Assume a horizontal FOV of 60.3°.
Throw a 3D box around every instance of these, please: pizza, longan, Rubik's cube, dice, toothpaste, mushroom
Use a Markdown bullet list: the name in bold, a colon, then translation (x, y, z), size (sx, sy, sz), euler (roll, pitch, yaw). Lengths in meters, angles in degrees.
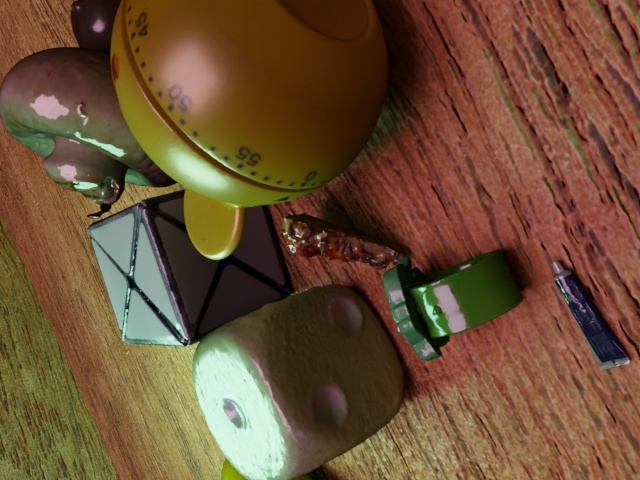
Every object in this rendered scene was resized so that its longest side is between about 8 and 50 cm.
- **pizza**: translation (0.000, 0.000, 0.810), size (0.201, 0.193, 0.053), euler (24, 98, 45)
- **longan**: translation (-0.402, -0.419, 1.084), size (0.189, 0.189, 0.189), euler (21, 120, 41)
- **Rubik's cube**: translation (-0.245, 0.036, 1.042), size (0.260, 0.259, 0.254), euler (-10, 100, 45)
- **dice**: translation (-0.040, 0.225, 0.897), size (0.252, 0.250, 0.254), euler (-37, 78, 47)
- **toothpaste**: translation (0.307, 0.085, 0.640), size (0.037, 0.021, 0.139), euler (-35, 81, 47)
- **mushroom**: translation (-0.425, -0.190, 1.052), size (0.363, 0.362, 0.294), euler (7, 78, 46)

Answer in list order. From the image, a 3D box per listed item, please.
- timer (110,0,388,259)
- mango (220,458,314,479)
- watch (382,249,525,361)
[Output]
- **timer**: translation (-0.108, -0.199, 0.729), size (0.387, 0.376, 0.375), euler (-34, 80, 44)
- **mango**: translation (-0.064, 0.596, 1.103), size (0.445, 0.221, 0.301), euler (48, 137, 27)
- **watch**: translation (0.172, 0.063, 0.707), size (0.152, 0.165, 0.131), euler (-29, 82, 24)
